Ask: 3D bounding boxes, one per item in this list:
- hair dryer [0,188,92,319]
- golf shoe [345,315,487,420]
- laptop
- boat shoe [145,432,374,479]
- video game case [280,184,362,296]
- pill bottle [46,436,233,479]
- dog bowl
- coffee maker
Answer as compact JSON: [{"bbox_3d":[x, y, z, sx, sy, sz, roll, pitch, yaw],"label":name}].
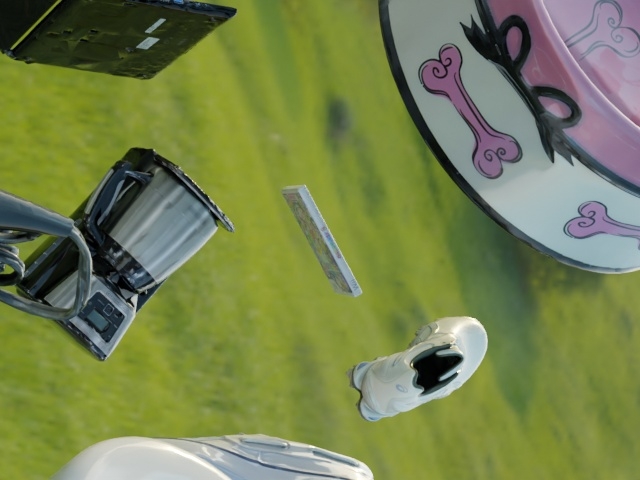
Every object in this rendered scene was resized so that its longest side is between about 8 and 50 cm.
[{"bbox_3d":[-0.253,-0.044,0.771,0.293,0.223,0.080,69,2,-47],"label":"hair dryer"},{"bbox_3d":[0.108,0.112,1.435,0.176,0.086,0.069,-27,96,-44],"label":"golf shoe"},{"bbox_3d":[-0.252,-0.276,1.663,0.234,0.264,0.137,-23,-115,60],"label":"laptop"},{"bbox_3d":[-0.070,0.231,1.567,0.084,0.258,0.095,-93,-158,-58],"label":"boat shoe"},{"bbox_3d":[0.000,0.000,1.625,0.122,0.011,0.087,62,-11,-7],"label":"video game case"},{"bbox_3d":[-0.219,0.342,1.196,0.407,0.229,0.229,-42,-175,27],"label":"pill bottle"},{"bbox_3d":[0.256,-0.184,1.477,0.150,0.408,0.408,-35,-155,46],"label":"dog bowl"},{"bbox_3d":[-0.186,0.013,1.480,0.178,0.120,0.171,-47,-173,-9],"label":"coffee maker"}]
